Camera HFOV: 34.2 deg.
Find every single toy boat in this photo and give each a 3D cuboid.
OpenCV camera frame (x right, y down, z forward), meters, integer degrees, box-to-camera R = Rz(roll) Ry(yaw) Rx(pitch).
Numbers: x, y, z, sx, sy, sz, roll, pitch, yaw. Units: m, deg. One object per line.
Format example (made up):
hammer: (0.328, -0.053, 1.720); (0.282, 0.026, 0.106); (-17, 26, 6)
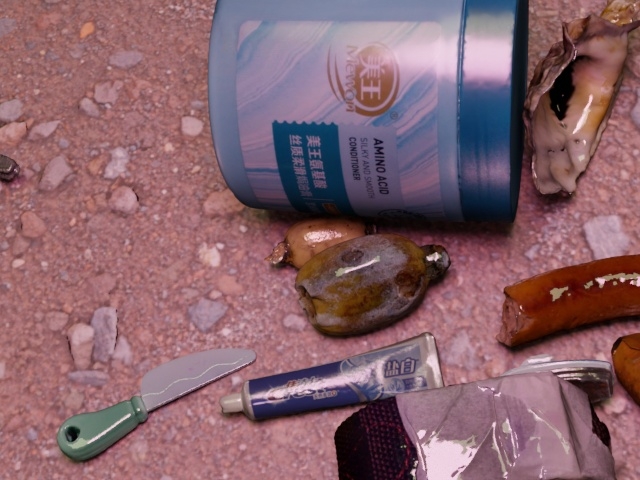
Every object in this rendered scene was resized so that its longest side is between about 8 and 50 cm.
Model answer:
toy boat: (0.264, 0.158, 1.195); (0.140, 0.059, 0.066); (-10, 32, 11)

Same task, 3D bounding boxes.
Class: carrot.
carrot: (0.391, 0.198, 1.105); (0.070, 0.070, 0.260); (-22, 41, -2)

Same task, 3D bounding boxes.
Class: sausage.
sausage: (0.349, 0.063, 1.210); (0.302, 0.076, 0.103); (-10, 33, 8)

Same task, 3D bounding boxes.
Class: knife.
knife: (-0.203, 0.188, 1.283); (0.260, 0.035, 0.063); (-28, 53, -13)

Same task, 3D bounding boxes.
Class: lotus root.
lotus root: (0.066, 0.048, 1.270); (0.192, 0.088, 0.113); (-19, 91, 1)
lotus root: (0.000, 0.000, 1.326); (0.151, 0.063, 0.072); (-18, 69, -4)

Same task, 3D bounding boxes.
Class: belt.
belt: (0.161, 0.223, 1.106); (0.289, 0.184, 0.164); (-8, 55, 0)

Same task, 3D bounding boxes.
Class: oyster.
oyster: (0.318, -0.194, 1.307); (0.100, 0.271, 0.275); (21, 100, 20)

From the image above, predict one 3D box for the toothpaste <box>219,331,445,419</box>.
toothpaste: (0.012, 0.172, 1.241); (0.268, 0.047, 0.069); (-11, 47, 0)

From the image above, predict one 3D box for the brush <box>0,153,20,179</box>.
brush: (-0.577, -0.119, 1.510); (0.323, 0.051, 0.070); (9, 57, 19)

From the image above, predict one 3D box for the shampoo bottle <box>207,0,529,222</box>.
shampoo bottle: (0.072, -0.193, 1.265); (0.342, 0.331, 0.331); (4, 62, 14)
